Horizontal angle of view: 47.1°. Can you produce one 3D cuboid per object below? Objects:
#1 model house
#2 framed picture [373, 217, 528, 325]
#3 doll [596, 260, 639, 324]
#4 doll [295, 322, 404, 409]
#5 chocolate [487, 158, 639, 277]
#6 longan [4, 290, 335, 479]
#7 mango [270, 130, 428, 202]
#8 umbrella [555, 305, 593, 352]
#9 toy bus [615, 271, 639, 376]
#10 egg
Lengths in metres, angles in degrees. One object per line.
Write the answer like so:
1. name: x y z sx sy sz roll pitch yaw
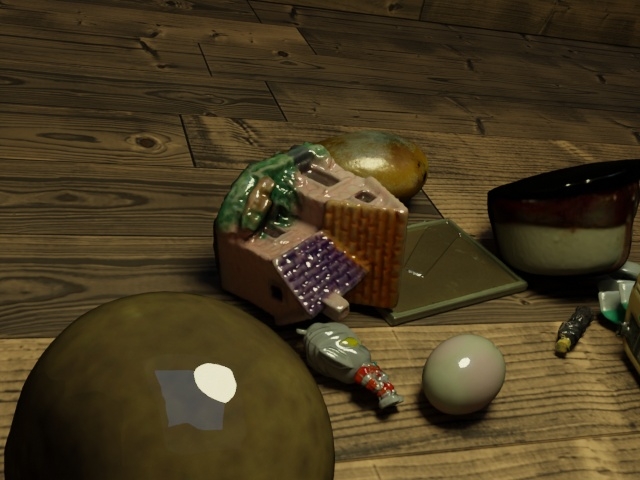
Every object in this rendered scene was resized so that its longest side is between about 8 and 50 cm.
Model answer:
1. model house: 0.000 0.000 1.117 0.237 0.202 0.237 27 37 29
2. framed picture: 0.182 0.044 1.308 0.314 0.024 0.232 -10 39 -32
3. doll: 0.602 0.094 1.297 0.258 0.195 0.153 20 58 -41
4. doll: 0.039 0.169 1.015 0.180 0.079 0.094 36 9 22
5. chocolate: 0.454 -0.030 1.334 0.283 0.186 0.283 -15 7 2
6. longan: -0.134 0.204 0.677 0.318 0.319 0.319 10 32 -6
7. mango: 0.055 -0.142 1.442 0.316 0.146 0.193 4 24 -3
8. umbrella: 0.419 0.146 1.218 0.040 0.037 0.144 40 35 15
9. toy bus: 0.578 0.197 1.047 0.176 0.202 0.365 1 36 -7
10. egg: 0.197 0.184 1.011 0.103 0.103 0.135 35 41 31
